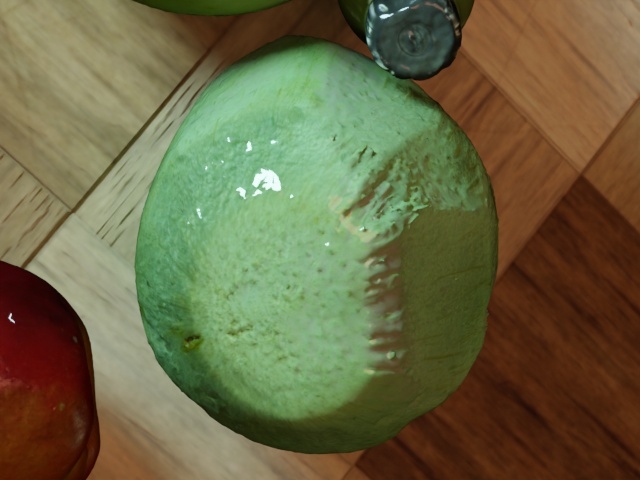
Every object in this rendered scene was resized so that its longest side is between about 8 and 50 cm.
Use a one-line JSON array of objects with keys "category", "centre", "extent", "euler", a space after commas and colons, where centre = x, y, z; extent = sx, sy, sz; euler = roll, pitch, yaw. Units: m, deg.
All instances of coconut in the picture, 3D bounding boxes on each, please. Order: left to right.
[{"category": "coconut", "centre": [0.000, 0.000, 1.484], "extent": [0.281, 0.328, 0.328], "euler": [-27, 107, 18]}]

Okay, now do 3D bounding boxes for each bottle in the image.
[{"category": "bottle", "centre": [0.067, -0.204, 1.502], "extent": [0.112, 0.260, 0.112], "euler": [0, 118, -1]}]

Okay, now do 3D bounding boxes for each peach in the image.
[{"category": "peach", "centre": [-0.280, 0.118, 1.419], "extent": [0.243, 0.199, 0.243], "euler": [-1, 129, -1]}]

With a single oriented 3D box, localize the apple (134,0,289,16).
[{"category": "apple", "centre": [-0.087, -0.308, 1.425], "extent": [0.254, 0.292, 0.292], "euler": [-4, 96, 1]}]
